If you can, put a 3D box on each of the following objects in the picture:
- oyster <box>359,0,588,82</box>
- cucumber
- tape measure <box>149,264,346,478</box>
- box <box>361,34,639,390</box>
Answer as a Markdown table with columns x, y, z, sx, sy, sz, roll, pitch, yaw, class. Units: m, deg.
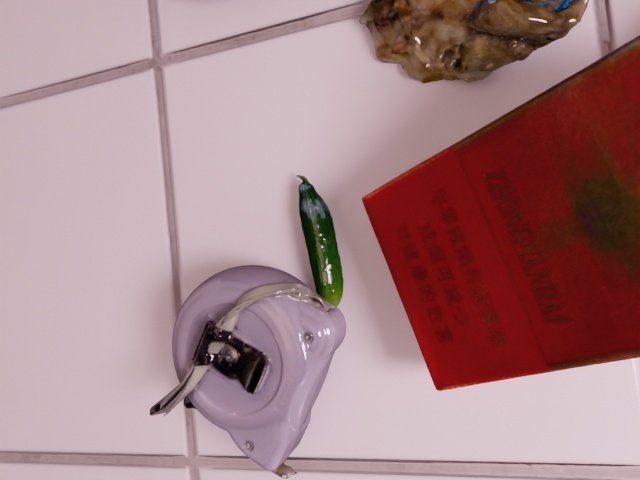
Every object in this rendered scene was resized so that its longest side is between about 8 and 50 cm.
| x | y | z | sx | sy | sz | roll | pitch | yaw | class |
| --- | --- | --- | --- | --- | --- | --- | --- | --- | --- |
| 0.140 | -0.248 | 0.477 | 0.214 | 0.083 | 0.223 | 46 | 121 | 22 | oyster |
| 0.000 | 0.000 | 0.556 | 0.037 | 0.037 | 0.155 | -14 | 86 | 18 | cucumber |
| -0.077 | 0.122 | 0.538 | 0.178 | 0.105 | 0.196 | 21 | 104 | 21 | tape measure |
| 0.196 | -0.009 | 0.397 | 0.313 | 0.089 | 0.198 | -28 | 78 | 46 | box |
